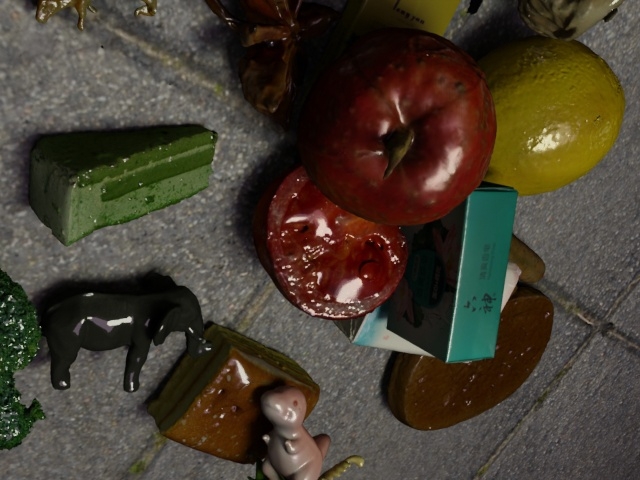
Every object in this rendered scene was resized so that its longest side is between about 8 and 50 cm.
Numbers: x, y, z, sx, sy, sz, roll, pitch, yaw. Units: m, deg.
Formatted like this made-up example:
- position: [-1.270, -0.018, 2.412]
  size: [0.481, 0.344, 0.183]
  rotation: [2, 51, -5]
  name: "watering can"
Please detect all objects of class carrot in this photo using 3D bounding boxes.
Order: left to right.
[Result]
- position: [0.300, -0.008, 1.397]
  size: [0.342, 0.070, 0.070]
  rotation: [32, 100, -40]
  name: "carrot"

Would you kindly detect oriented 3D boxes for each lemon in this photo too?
- position: [0.313, -0.183, 1.153]
  size: [0.263, 0.235, 0.236]
  rotation: [-50, 139, -19]
  name: "lemon"

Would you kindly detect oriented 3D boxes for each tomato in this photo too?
- position: [0.000, 0.000, 1.121]
  size: [0.200, 0.139, 0.233]
  rotation: [-29, 100, -22]
  name: "tomato"

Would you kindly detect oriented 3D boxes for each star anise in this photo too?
- position: [-0.053, -0.236, 0.923]
  size: [0.196, 0.111, 0.213]
  rotation: [-10, 98, -55]
  name: "star anise"

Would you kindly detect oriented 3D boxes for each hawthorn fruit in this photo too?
- position: [0.097, -0.139, 0.951]
  size: [0.258, 0.258, 0.262]
  rotation: [-32, 171, -14]
  name: "hawthorn fruit"

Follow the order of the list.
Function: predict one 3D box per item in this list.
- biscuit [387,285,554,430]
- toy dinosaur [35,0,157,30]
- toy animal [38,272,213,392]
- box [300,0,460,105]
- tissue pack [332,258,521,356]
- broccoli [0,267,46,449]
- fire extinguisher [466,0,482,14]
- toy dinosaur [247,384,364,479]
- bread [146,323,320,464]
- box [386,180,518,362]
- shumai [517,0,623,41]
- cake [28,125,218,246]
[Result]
- position: [0.304, 0.214, 1.562]
  size: [0.394, 0.070, 0.351]
  rotation: [-8, 122, -32]
  name: "biscuit"
- position: [-0.223, -0.294, 0.802]
  size: [0.126, 0.039, 0.162]
  rotation: [-5, 123, -33]
  name: "toy dinosaur"
- position: [-0.253, 0.126, 1.040]
  size: [0.244, 0.114, 0.146]
  rotation: [-5, 125, -35]
  name: "toy animal"
- position: [0.096, -0.281, 1.048]
  size: [0.153, 0.041, 0.279]
  rotation: [11, 114, -40]
  name: "box"
- position: [0.171, 0.084, 1.297]
  size: [0.271, 0.124, 0.202]
  rotation: [15, 111, -31]
  name: "tissue pack"
- position: [-0.441, 0.132, 0.853]
  size: [0.269, 0.262, 0.241]
  rotation: [-23, 172, -17]
  name: "broccoli"
- position: [0.123, -0.411, 0.890]
  size: [0.138, 0.102, 0.344]
  rotation: [-48, 129, -5]
  name: "fire extinguisher"
- position: [-0.047, 0.312, 1.204]
  size: [0.194, 0.152, 0.177]
  rotation: [22, 82, -40]
  name: "toy dinosaur"
- position: [-0.127, 0.252, 1.235]
  size: [0.184, 0.110, 0.234]
  rotation: [-50, 137, 7]
  name: "bread"
- position: [0.182, 0.034, 1.117]
  size: [0.092, 0.153, 0.245]
  rotation: [-1, 102, -28]
  name: "box"
- position: [0.323, -0.438, 1.028]
  size: [0.267, 0.262, 0.314]
  rotation: [-41, -173, 34]
  name: "shumai"
- position: [-0.215, -0.070, 0.935]
  size: [0.235, 0.099, 0.100]
  rotation: [-10, 129, -33]
  name: "cake"
